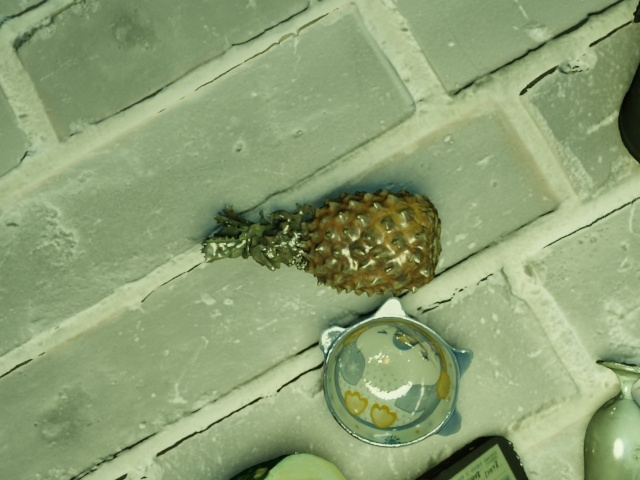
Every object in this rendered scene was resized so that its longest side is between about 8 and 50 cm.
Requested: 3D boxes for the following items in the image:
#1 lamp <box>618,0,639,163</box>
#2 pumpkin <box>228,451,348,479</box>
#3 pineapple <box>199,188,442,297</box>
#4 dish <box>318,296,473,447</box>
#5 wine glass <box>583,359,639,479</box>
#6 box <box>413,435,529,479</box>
[{"bbox_3d":[0.547,-0.206,1.081,0.205,0.272,0.373,-13,86,5],"label":"lamp"},{"bbox_3d":[-0.064,0.470,1.102,0.197,0.263,0.292,-29,78,32],"label":"pumpkin"},{"bbox_3d":[0.000,0.000,1.183,0.362,0.175,0.174,3,87,18],"label":"pineapple"},{"bbox_3d":[0.116,0.197,1.179,0.228,0.086,0.236,-31,96,5],"label":"dish"},{"bbox_3d":[0.446,0.291,1.145,0.103,0.103,0.222,8,87,5],"label":"wine glass"},{"bbox_3d":[0.177,0.443,1.095,0.350,0.058,0.211,-22,84,-30],"label":"box"}]
